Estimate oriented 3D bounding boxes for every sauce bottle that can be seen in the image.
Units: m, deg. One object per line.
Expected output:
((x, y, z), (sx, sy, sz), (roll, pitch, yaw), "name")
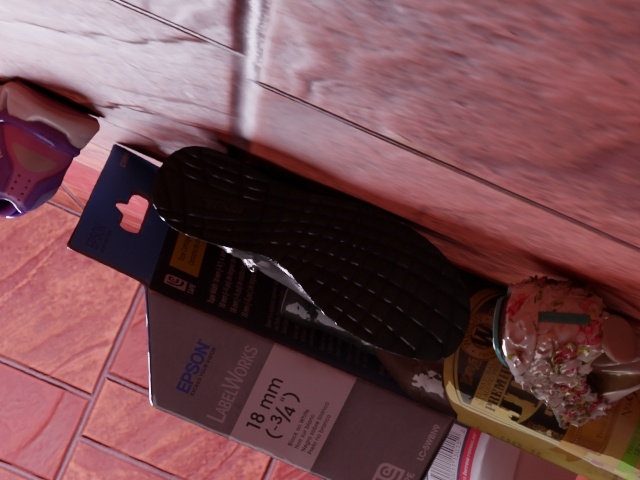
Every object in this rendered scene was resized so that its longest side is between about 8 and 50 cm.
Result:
((0.137, 0.096, 1.444), (0.344, 0.111, 0.111), (22, 175, 7), "sauce bottle")

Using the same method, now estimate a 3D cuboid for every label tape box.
((-0.057, 0.068, 1.579), (0.333, 0.106, 0.241), (24, -159, -6), "label tape box")

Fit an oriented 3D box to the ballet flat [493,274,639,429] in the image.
((0.178, 0.078, 1.249), (0.077, 0.091, 0.241), (-2, 171, 19), "ballet flat")

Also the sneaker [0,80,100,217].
((-0.256, -0.071, 1.542), (0.095, 0.105, 0.236), (23, 177, -19), "sneaker")

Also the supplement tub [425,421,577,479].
((0.114, 0.164, 1.861), (0.272, 0.191, 0.191), (21, 175, 33), "supplement tub")

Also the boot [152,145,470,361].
((0.000, 0.000, 1.346), (0.246, 0.083, 0.161), (29, -177, 5), "boot")
